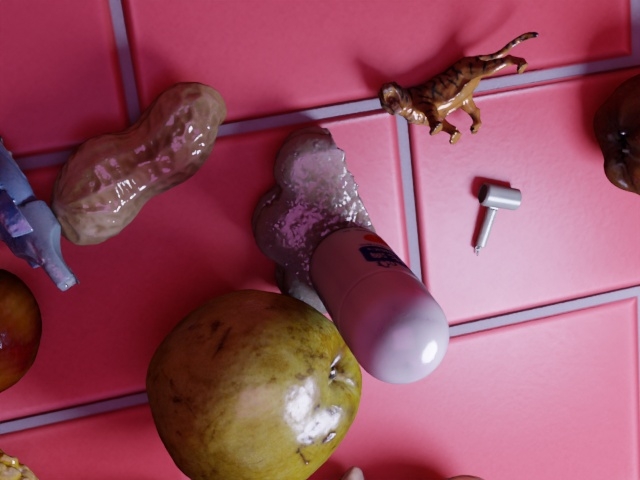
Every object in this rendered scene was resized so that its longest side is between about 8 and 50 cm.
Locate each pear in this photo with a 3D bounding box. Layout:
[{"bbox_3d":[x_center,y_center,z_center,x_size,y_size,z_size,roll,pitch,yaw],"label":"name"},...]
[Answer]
[{"bbox_3d":[-0.090,0.215,1.620,0.304,0.304,0.303,-4,108,-14],"label":"pear"}]

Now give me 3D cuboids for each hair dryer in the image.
[{"bbox_3d":[0.275,-0.030,1.790,0.063,0.038,0.124,9,110,-18],"label":"hair dryer"}]

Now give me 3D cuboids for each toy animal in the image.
[{"bbox_3d":[0.218,-0.239,1.686,0.255,0.114,0.116,-35,70,-7],"label":"toy animal"}]

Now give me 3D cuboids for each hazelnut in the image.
[{"bbox_3d":[-0.487,0.134,1.543,0.208,0.208,0.208,-4,108,-14],"label":"hazelnut"}]

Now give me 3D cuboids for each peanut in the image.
[{"bbox_3d":[-0.259,-0.114,1.570,0.298,0.120,0.136,-38,140,-2],"label":"peanut"}]

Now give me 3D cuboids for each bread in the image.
[{"bbox_3d":[0.003,0.001,1.688,0.183,0.102,0.337,-28,111,-5],"label":"bread"}]

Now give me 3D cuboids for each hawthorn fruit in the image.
[{"bbox_3d":[0.559,-0.172,1.740,0.248,0.208,0.208,-18,111,-22],"label":"hawthorn fruit"}]

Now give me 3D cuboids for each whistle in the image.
[{"bbox_3d":[-0.424,-0.040,1.530,0.093,0.180,0.269,-34,79,-14],"label":"whistle"}]

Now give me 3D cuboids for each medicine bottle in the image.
[{"bbox_3d":[0.076,0.086,1.496,0.130,0.341,0.130,-3,106,-9],"label":"medicine bottle"}]

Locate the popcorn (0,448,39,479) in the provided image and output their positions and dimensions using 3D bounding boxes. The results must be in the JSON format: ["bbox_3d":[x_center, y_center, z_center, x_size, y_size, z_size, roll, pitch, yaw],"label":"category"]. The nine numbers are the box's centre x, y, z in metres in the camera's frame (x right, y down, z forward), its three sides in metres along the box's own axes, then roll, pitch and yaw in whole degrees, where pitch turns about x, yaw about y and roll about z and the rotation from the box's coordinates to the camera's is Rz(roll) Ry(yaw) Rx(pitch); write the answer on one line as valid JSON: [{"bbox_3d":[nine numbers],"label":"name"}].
[{"bbox_3d":[-0.503,0.394,1.659,0.180,0.180,0.170,-52,140,5],"label":"popcorn"}]

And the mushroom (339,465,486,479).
[{"bbox_3d":[0.198,0.505,1.814,0.315,0.356,0.315,-20,155,-10],"label":"mushroom"}]
